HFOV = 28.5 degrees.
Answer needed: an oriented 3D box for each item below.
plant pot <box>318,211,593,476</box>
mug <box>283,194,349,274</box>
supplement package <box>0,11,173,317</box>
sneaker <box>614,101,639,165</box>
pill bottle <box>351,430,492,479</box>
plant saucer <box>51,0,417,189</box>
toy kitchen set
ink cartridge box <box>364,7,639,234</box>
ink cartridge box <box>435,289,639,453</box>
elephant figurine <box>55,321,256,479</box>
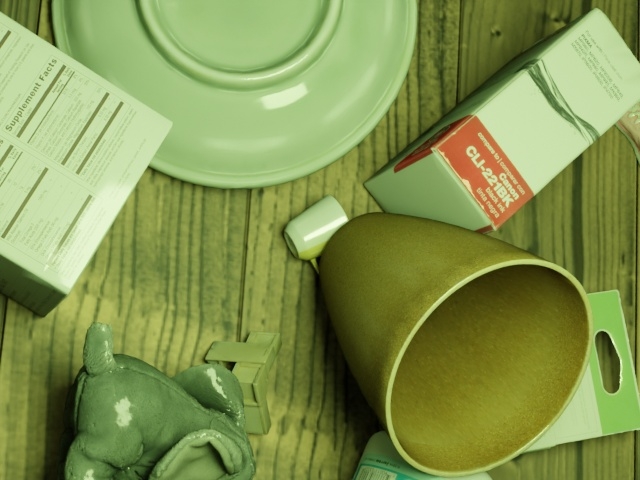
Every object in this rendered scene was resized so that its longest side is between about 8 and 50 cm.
[{"bbox_3d":[0.106,0.073,1.292,0.237,0.254,0.237,-14,122,-25],"label":"plant pot"},{"bbox_3d":[-0.001,-0.003,1.386,0.064,0.062,0.078,-27,70,-14],"label":"mug"},{"bbox_3d":[-0.319,-0.083,1.214,0.262,0.199,0.198,32,72,-11],"label":"supplement package"},{"bbox_3d":[0.406,-0.141,1.550,0.051,0.070,0.134,-27,88,-20],"label":"sneaker"},{"bbox_3d":[0.070,0.342,1.299,0.146,0.146,0.264,29,72,-12],"label":"pill bottle"},{"bbox_3d":[-0.087,-0.258,1.340,0.400,0.100,0.401,1,83,-7],"label":"plant saucer"},{"bbox_3d":[-0.082,0.150,1.349,0.068,0.075,0.083,3,37,17],"label":"toy kitchen set"},{"bbox_3d":[0.209,-0.118,1.408,0.273,0.197,0.114,-41,96,-21],"label":"ink cartridge box"},{"bbox_3d":[0.245,0.153,1.445,0.235,0.056,0.171,-6,82,-22],"label":"ink cartridge box"},{"bbox_3d":[-0.134,0.202,1.250,0.239,0.186,0.169,10,67,-15],"label":"elephant figurine"}]
